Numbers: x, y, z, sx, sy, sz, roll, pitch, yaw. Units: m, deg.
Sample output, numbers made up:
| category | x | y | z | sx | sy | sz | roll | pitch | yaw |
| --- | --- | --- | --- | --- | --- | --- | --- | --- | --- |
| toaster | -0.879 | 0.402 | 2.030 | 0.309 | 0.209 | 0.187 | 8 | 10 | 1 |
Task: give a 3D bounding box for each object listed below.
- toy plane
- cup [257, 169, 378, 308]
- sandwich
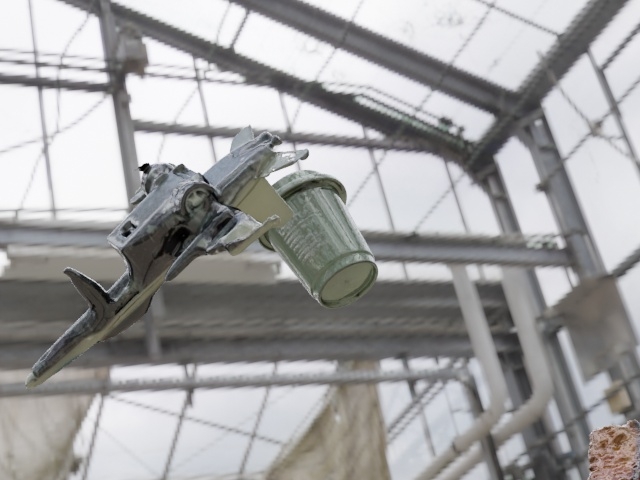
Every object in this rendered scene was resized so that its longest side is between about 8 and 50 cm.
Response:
| category | x | y | z | sx | sy | sz | roll | pitch | yaw |
| --- | --- | --- | --- | --- | --- | --- | --- | --- | --- |
| toy plane | -0.126 | 0.006 | 0.860 | 0.262 | 0.192 | 0.088 | -38 | -60 | -17 |
| cup | 0.000 | 0.000 | 1.317 | 0.120 | 0.141 | 0.120 | -22 | -38 | -18 |
| sandwich | 0.328 | 0.329 | 1.345 | 0.162 | 0.301 | 0.250 | -12 | -63 | 34 |
